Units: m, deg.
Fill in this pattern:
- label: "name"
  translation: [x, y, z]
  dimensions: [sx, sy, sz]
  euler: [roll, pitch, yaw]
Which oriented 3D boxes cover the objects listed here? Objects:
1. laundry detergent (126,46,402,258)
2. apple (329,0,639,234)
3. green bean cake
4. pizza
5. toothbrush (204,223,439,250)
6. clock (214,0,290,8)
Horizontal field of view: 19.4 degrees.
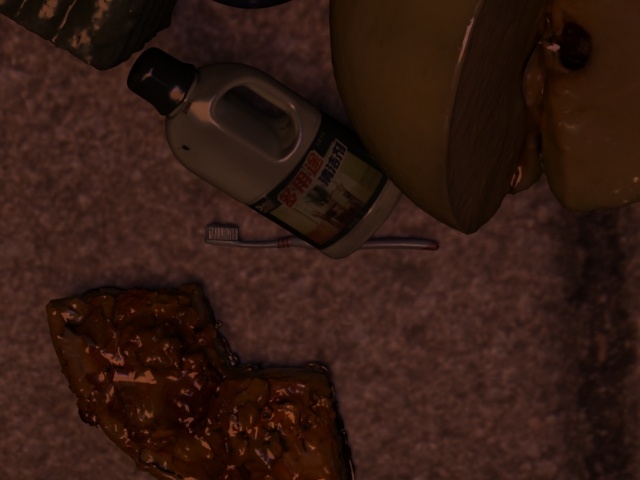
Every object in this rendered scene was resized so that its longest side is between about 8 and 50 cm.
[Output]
- label: "laundry detergent"
  translation: [-0.047, -0.076, 1.434]
  dimensions: [0.226, 0.070, 0.099]
  euler: [33, 123, -22]
- label: "apple"
  translation: [0.140, -0.156, 1.310]
  dimensions: [0.295, 0.233, 0.258]
  euler: [-19, 138, -17]
- label: "green bean cake"
  translation: [-0.195, -0.216, 1.392]
  dimensions: [0.185, 0.183, 0.094]
  euler: [34, 110, 0]
- label: "pizza"
  translation: [-0.097, 0.137, 1.545]
  dimensions: [0.305, 0.085, 0.161]
  euler: [36, 110, -4]
- label: "toothbrush"
  translation: [0.000, 0.000, 1.516]
  dimensions: [0.193, 0.013, 0.019]
  euler: [3, 101, 11]
- label: "clock"
  translation: [-0.079, -0.270, 1.344]
  dimensions: [0.243, 0.199, 0.146]
  euler: [40, 126, 21]
